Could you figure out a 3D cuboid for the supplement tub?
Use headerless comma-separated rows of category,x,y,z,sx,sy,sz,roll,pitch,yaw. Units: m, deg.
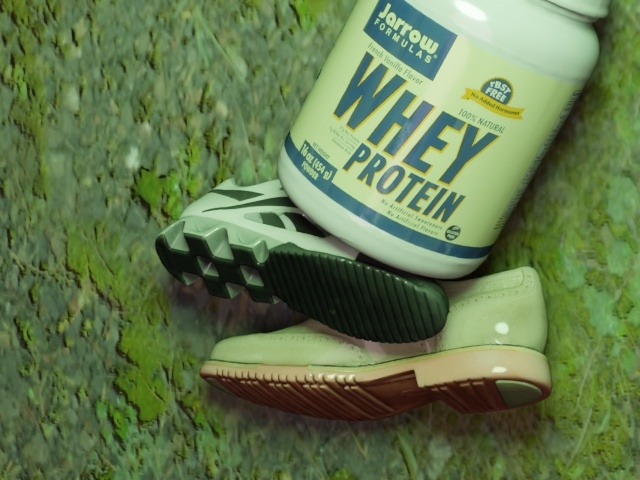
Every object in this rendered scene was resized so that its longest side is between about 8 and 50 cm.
supplement tub,0.124,-0.152,1.665,0.235,0.235,0.325,30,109,6

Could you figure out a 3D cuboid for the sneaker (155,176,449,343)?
sneaker,0.000,0.000,1.760,0.330,0.146,0.122,17,141,27

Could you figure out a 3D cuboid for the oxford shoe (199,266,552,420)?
oxford shoe,0.059,0.106,1.825,0.397,0.140,0.147,-4,67,22
